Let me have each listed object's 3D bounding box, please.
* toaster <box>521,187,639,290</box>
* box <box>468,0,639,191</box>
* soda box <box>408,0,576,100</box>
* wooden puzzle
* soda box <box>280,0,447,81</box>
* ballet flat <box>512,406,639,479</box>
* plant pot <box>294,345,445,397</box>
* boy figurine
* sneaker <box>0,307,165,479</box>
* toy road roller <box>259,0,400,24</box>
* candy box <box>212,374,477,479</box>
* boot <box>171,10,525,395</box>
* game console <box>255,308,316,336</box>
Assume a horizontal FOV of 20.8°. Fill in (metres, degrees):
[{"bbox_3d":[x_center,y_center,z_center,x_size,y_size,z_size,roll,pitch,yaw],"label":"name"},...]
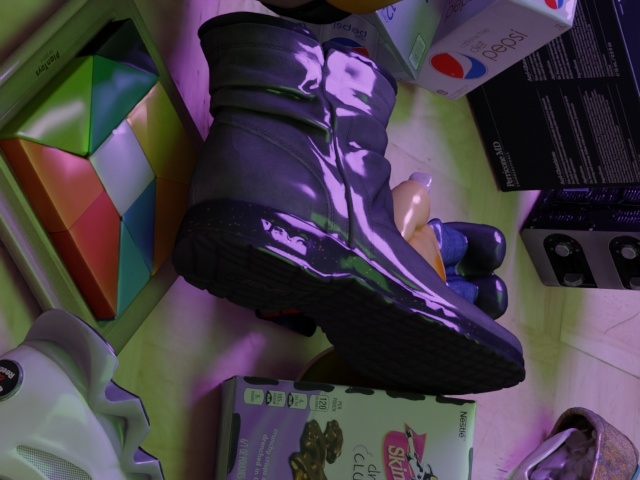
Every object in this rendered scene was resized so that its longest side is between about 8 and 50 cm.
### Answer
[{"bbox_3d":[0.328,-0.030,1.899,0.185,0.168,0.110,-59,139,-40],"label":"toaster"},{"bbox_3d":[0.241,-0.182,1.740,0.103,0.184,0.261,-58,136,-45],"label":"box"},{"bbox_3d":[0.145,-0.197,1.555,0.074,0.216,0.069,19,69,-19],"label":"soda box"},{"bbox_3d":[-0.149,-0.049,1.236,0.221,0.044,0.238,-55,134,-44],"label":"wooden puzzle"},{"bbox_3d":[0.067,-0.269,1.541,0.091,0.098,0.286,54,45,-40],"label":"soda box"},{"bbox_3d":[0.229,0.299,1.796,0.348,0.123,0.123,-53,132,-44],"label":"ballet flat"},{"bbox_3d":[0.037,0.155,1.473,0.095,0.134,0.134,94,1,-80],"label":"plant pot"},{"bbox_3d":[0.085,0.027,1.543,0.285,0.092,0.177,0,89,-69],"label":"boy figurine"},{"bbox_3d":[-0.165,0.213,1.159,0.146,0.122,0.330,-41,127,-29],"label":"sneaker"},{"bbox_3d":[0.001,-0.322,1.250,0.202,0.241,0.329,5,70,-59],"label":"toy road roller"},{"bbox_3d":[0.016,0.197,1.363,0.070,0.196,0.164,147,-52,-74],"label":"candy box"},{"bbox_3d":[0.042,-0.029,1.336,0.338,0.118,0.222,32,52,-36],"label":"boot"},{"bbox_3d":[0.000,0.000,1.443,0.085,0.124,0.144,13,76,-31],"label":"game console"}]
